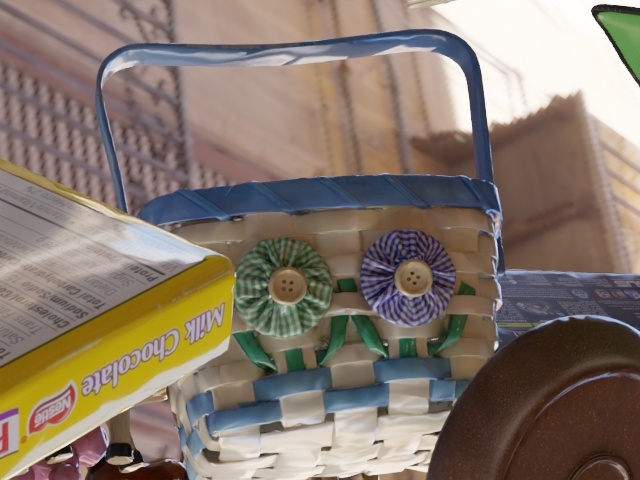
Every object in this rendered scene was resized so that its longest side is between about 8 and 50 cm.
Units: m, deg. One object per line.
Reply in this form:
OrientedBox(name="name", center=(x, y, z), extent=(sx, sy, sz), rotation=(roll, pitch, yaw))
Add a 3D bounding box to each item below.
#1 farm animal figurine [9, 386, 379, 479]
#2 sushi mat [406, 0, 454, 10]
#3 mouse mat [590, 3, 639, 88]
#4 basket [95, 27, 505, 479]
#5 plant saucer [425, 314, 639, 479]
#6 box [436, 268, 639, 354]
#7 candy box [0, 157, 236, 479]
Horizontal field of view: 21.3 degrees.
OrientedBox(name="farm animal figurine", center=(-0.103, 0.111, 1.311), extent=(0.327, 0.330, 0.172), rotation=(-11, -113, 0))
OrientedBox(name="sushi mat", center=(0.172, -0.221, 0.877), extent=(0.316, 0.151, 0.019), rotation=(-10, -155, 18))
OrientedBox(name="mouse mat", center=(0.217, -0.054, 0.771), extent=(0.153, 0.190, 0.007), rotation=(14, -103, 33))
OrientedBox(name="basket", center=(0.000, 0.000, 1.068), extent=(0.255, 0.201, 0.289), rotation=(-6, -116, -11))
OrientedBox(name="plant saucer", center=(0.123, 0.120, 0.807), extent=(0.029, 0.168, 0.168), rotation=(18, -95, 56))
OrientedBox(name="box", center=(0.199, 0.100, 1.312), extent=(0.216, 0.270, 0.060), rotation=(54, -45, 51))
OrientedBox(name="candy box", center=(-0.129, -0.003, 0.363), extent=(0.206, 0.105, 0.027), rotation=(23, -55, 31))
